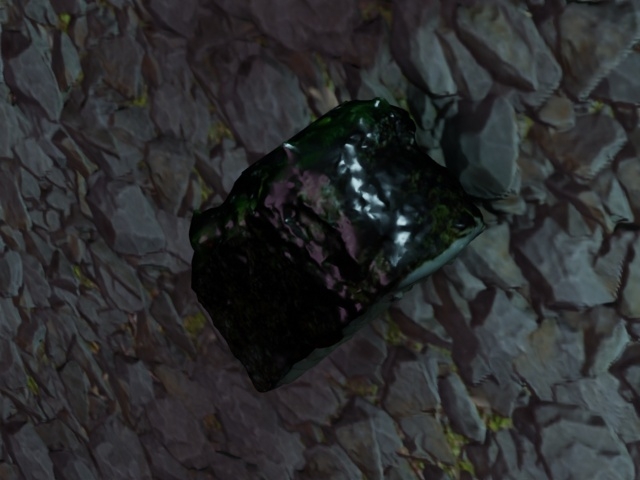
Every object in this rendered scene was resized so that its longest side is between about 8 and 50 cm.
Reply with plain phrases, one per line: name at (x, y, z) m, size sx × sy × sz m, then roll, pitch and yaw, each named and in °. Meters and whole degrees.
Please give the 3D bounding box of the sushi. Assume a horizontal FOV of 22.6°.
sushi at (0.000, 0.000, 1.012) m, size 0.127 × 0.124 × 0.225 m, roll 52°, pitch 145°, yaw 4°
